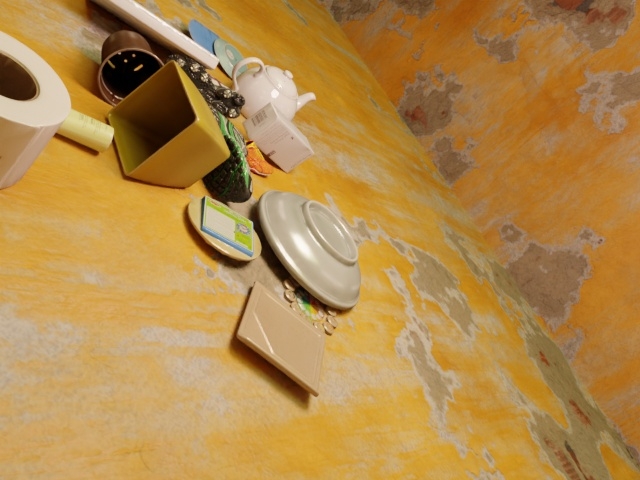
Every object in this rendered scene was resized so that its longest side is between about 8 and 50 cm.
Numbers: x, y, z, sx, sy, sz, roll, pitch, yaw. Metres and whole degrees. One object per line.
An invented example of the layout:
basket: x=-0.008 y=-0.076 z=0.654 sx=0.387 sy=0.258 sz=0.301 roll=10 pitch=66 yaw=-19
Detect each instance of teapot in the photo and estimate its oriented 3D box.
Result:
teapot: x=-0.170 y=-0.504 z=2.130 sx=0.252 sy=0.187 sz=0.256 roll=45 pitch=25 yaw=-7

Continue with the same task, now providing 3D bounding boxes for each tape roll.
tape roll: x=-0.581 y=-0.229 z=1.070 sx=0.246 sy=0.169 sz=0.246 roll=38 pitch=27 yaw=-23

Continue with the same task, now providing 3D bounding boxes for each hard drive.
hard drive: x=-0.487 y=-0.617 z=1.829 sx=0.353 sy=0.047 sz=0.233 roll=27 pitch=3 yaw=-37

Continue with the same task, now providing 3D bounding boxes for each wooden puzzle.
wooden puzzle: x=-0.085 y=0.216 z=1.392 sx=0.221 sy=0.044 sz=0.238 roll=41 pitch=21 yaw=-15

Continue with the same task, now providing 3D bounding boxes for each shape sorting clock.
shape sorting clock: x=-0.229 y=-0.027 z=1.504 sx=0.206 sy=0.040 sz=0.206 roll=34 pitch=28 yaw=-21

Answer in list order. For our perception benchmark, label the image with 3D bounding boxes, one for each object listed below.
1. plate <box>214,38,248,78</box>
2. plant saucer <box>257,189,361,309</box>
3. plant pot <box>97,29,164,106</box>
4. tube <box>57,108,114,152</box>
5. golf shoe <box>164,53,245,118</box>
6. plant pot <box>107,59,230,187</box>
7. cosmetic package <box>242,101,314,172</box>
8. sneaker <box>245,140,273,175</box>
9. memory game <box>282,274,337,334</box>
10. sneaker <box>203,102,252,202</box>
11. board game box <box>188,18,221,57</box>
plate: x=-0.309 y=-0.644 z=2.253 sx=0.188 sy=0.024 sz=0.188 roll=44 pitch=32 yaw=-37
plant saucer: x=0.000 y=0.000 z=1.731 sx=0.400 sy=0.100 sz=0.400 roll=43 pitch=21 yaw=-21
plant pot: x=-0.478 y=-0.435 z=1.572 sx=0.167 sy=0.167 sz=0.165 roll=26 pitch=25 yaw=-40
tube: x=-0.551 y=-0.257 z=1.299 sx=0.240 sy=0.062 sz=0.070 roll=24 pitch=-7 yaw=-34
golf shoe: x=-0.359 y=-0.463 z=1.898 sx=0.273 sy=0.105 sz=0.120 roll=32 pitch=7 yaw=-32
plant pot: x=-0.338 y=-0.246 z=1.477 sx=0.187 sy=0.212 sz=0.212 roll=36 pitch=24 yaw=-56
cosmetic package: x=-0.127 y=-0.314 z=1.947 sx=0.231 sy=0.117 sz=0.085 roll=37 pitch=24 yaw=-53
sneaker: x=-0.201 y=-0.251 z=1.850 sx=0.175 sy=0.067 sz=0.064 roll=35 pitch=24 yaw=-31
memory game: x=-0.023 y=0.162 z=1.599 sx=0.186 sy=0.012 sz=0.186 roll=37 pitch=26 yaw=-22
sneaker: x=-0.239 y=-0.231 z=1.677 sx=0.146 sy=0.134 sz=0.343 roll=22 pitch=34 yaw=-45
board game box: x=-0.405 y=-0.693 z=2.205 sx=0.169 sy=0.033 sz=0.133 roll=25 pitch=45 yaw=-44
